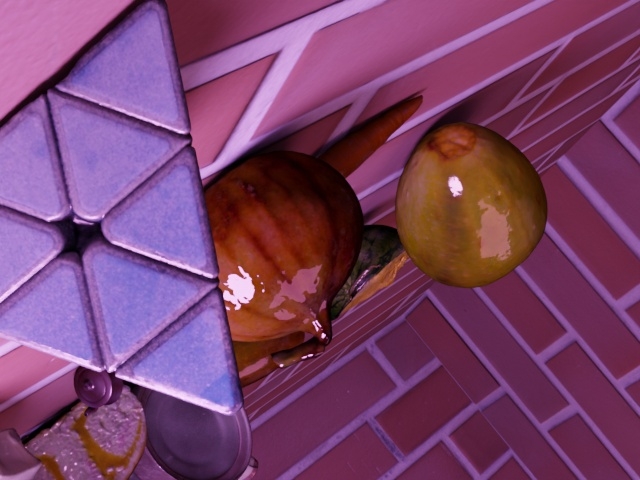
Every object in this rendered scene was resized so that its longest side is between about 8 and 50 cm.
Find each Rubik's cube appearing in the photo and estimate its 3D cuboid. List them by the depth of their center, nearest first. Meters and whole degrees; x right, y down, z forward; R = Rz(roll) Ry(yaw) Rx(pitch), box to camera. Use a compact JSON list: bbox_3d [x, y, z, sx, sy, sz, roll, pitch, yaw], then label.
[{"bbox_3d":[-0.172,-0.019,0.855,0.228,0.229,0.233,-2,-122,37],"label":"Rubik's cube"}]

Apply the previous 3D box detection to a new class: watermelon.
[{"bbox_3d":[0.066,0.044,1.982,0.204,0.127,0.232,-45,170,30],"label":"watermelon"}]

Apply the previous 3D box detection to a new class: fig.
[{"bbox_3d":[-0.056,0.013,1.258,0.235,0.214,0.235,-60,168,-22],"label":"fig"},{"bbox_3d":[0.237,-0.067,1.807,0.258,0.258,0.326,-38,150,-3],"label":"fig"}]

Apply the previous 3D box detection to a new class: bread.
[{"bbox_3d":[-0.369,0.342,1.696,0.261,0.158,0.156,-38,173,7],"label":"bread"}]

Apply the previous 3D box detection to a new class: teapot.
[{"bbox_3d":[-0.308,0.193,1.511,0.045,0.068,0.100,-11,115,-65],"label":"teapot"},{"bbox_3d":[-0.265,0.398,1.925,0.312,0.315,0.233,-38,-155,40],"label":"teapot"}]

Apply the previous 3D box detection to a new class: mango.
[{"bbox_3d":[-0.139,0.211,2.039,0.267,0.111,0.133,-29,-178,-31],"label":"mango"}]

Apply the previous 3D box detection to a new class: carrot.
[{"bbox_3d":[0.069,-0.140,1.464,0.216,0.048,0.048,-40,171,-28],"label":"carrot"}]

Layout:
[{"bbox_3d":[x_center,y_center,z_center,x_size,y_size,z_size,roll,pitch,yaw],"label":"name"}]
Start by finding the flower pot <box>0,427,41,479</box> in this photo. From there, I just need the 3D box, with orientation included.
[{"bbox_3d":[-0.394,0.414,1.303,0.254,0.367,0.164,-39,174,5],"label":"flower pot"}]
